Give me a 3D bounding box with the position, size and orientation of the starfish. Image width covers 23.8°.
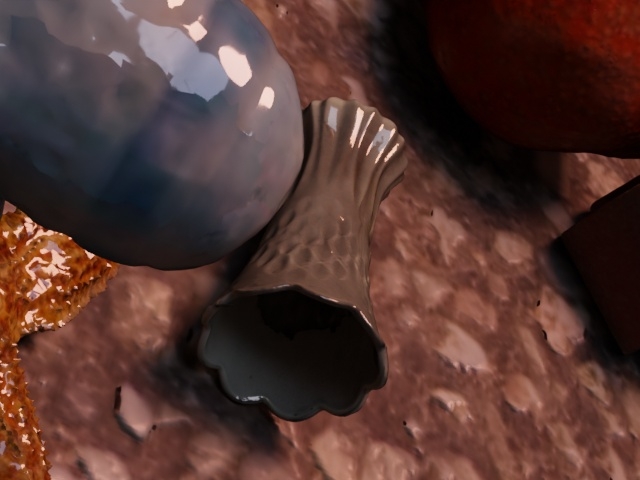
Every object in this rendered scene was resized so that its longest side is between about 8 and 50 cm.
[{"bbox_3d":[-0.145,0.015,0.550,0.227,0.043,0.240,54,37,-1],"label":"starfish"}]

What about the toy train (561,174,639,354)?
[{"bbox_3d":[0.287,0.063,0.870,0.221,0.150,0.304,-20,80,-39],"label":"toy train"}]

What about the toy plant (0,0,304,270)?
[{"bbox_3d":[-0.149,-0.101,0.430,0.332,0.247,0.247,30,44,-7],"label":"toy plant"}]

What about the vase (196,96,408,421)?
[{"bbox_3d":[0.000,0.000,0.675,0.081,0.081,0.149,37,39,-20],"label":"vase"}]

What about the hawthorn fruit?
[{"bbox_3d":[0.134,-0.132,0.835,0.188,0.169,0.169,26,31,27],"label":"hawthorn fruit"}]
